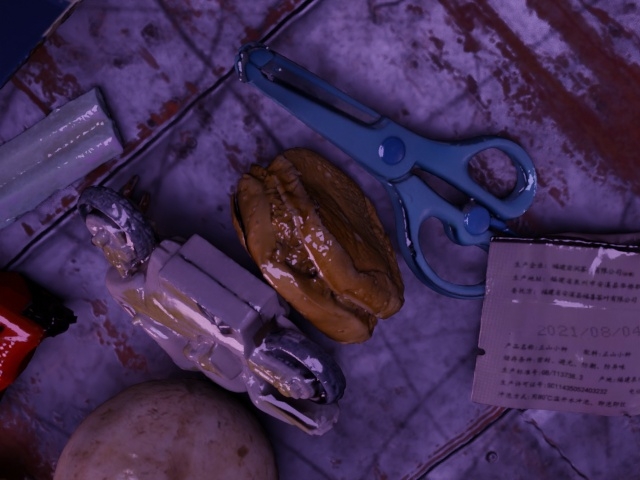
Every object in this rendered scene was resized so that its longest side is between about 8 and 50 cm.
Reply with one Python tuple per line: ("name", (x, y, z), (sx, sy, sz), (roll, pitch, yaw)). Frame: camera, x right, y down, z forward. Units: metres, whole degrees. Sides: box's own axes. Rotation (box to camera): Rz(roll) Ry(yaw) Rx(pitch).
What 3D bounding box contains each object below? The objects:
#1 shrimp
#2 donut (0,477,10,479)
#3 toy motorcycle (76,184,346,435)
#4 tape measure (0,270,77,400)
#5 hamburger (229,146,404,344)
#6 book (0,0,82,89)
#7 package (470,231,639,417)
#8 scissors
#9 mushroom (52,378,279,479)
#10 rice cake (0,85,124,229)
("shrimp", (-0.217, -0.027, 1.402), (0.038, 0.029, 0.092), (33, 100, -3))
("donut", (-0.376, 0.359, 1.441), (0.227, 0.113, 0.226), (8, 132, 9))
("toy motorcycle", (-0.118, 0.081, 1.332), (0.341, 0.223, 0.108), (36, 65, 12))
("tape measure", (-0.442, 0.109, 1.407), (0.260, 0.114, 0.253), (34, 106, -7))
("hamburger", (0.001, 0.001, 1.299), (0.108, 0.214, 0.213), (-39, 98, 12))
("book", (-0.332, -0.335, 1.205), (0.300, 0.039, 0.428), (37, 67, -5))
("package", (0.294, 0.088, 1.353), (0.251, 0.062, 0.203), (-1, 108, -11))
("scissors", (0.070, -0.082, 1.290), (0.393, 0.032, 0.180), (32, 81, -24))
("mushroom", (-0.157, 0.243, 1.394), (0.254, 0.195, 0.189), (34, 83, -31))
("rice cake", (-0.316, -0.080, 1.390), (0.226, 0.040, 0.085), (-30, 98, 11))
